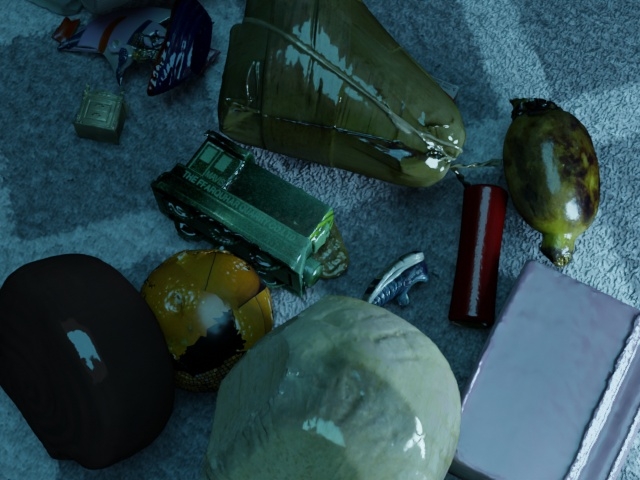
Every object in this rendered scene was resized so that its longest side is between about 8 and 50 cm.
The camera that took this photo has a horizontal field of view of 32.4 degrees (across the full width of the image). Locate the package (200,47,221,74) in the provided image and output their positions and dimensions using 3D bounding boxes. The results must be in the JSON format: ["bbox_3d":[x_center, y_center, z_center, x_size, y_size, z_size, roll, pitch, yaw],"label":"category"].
[{"bbox_3d":[-0.229,-0.346,2.032,0.083,0.029,0.059,36,79,19],"label":"package"}]

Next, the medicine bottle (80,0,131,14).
[{"bbox_3d":[-0.274,-0.566,1.996,0.384,0.224,0.224,-27,71,-18],"label":"medicine bottle"}]

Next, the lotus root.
[{"bbox_3d":[0.396,-0.109,1.865,0.169,0.141,0.314,7,69,-42],"label":"lotus root"}]

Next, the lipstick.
[{"bbox_3d":[0.265,0.026,1.845,0.080,0.080,0.241,8,76,4],"label":"lipstick"}]

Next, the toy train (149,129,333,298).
[{"bbox_3d":[-0.122,-0.049,1.857,0.330,0.138,0.178,30,70,13],"label":"toy train"}]

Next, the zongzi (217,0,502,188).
[{"bbox_3d":[0.104,-0.337,1.822,0.500,0.218,0.467,16,97,4],"label":"zongzi"}]

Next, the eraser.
[{"bbox_3d":[0.369,0.248,1.748,0.272,0.122,0.359,28,71,10],"label":"eraser"}]

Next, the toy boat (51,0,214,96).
[{"bbox_3d":[-0.328,-0.381,2.023,0.318,0.072,0.219,29,72,30],"label":"toy boat"}]

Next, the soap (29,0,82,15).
[{"bbox_3d":[-0.474,-0.530,2.087,0.119,0.066,0.198,24,71,11],"label":"soap"}]

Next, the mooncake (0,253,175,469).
[{"bbox_3d":[-0.386,0.185,1.698,0.174,0.334,0.326,-22,97,-48],"label":"mooncake"}]

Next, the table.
[{"bbox_3d":[-0.391,-0.227,1.970,0.079,0.062,0.083,12,69,4],"label":"table"}]

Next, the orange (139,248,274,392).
[{"bbox_3d":[-0.186,0.124,1.755,0.234,0.182,0.234,-13,61,25],"label":"orange"}]

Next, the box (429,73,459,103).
[{"bbox_3d":[0.144,-0.292,2.003,0.218,0.039,0.055,27,70,10],"label":"box"}]

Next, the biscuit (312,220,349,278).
[{"bbox_3d":[0.000,0.000,1.901,0.071,0.018,0.147,-22,69,-3],"label":"biscuit"}]

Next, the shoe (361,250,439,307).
[{"bbox_3d":[0.128,0.079,1.852,0.143,0.064,0.071,-39,92,-8],"label":"shoe"}]

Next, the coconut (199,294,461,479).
[{"bbox_3d":[0.010,0.283,1.613,0.415,0.415,0.344,-37,94,-13],"label":"coconut"}]
